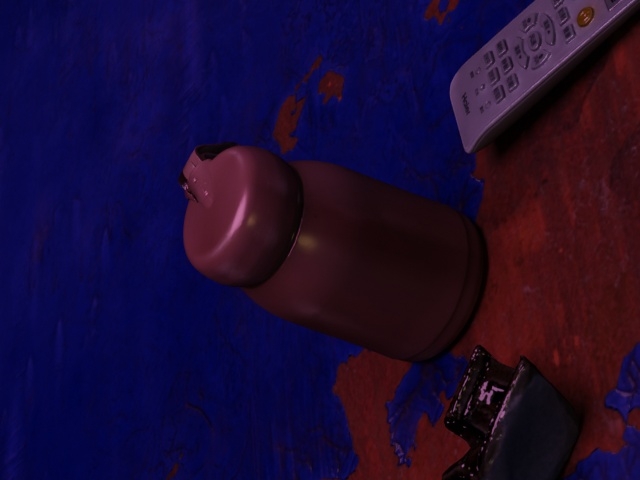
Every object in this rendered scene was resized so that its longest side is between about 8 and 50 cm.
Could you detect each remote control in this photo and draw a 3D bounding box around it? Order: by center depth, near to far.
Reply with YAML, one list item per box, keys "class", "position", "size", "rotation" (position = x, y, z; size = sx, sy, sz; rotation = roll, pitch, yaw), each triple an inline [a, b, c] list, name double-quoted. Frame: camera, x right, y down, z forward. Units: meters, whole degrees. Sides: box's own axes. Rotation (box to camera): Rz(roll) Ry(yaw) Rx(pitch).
- class: "remote control"
  position: [0.241, -0.205, 1.882]
  size: [0.293, 0.051, 0.103]
  rotation: [-43, 40, 32]

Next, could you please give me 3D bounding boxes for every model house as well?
- class: "model house"
  position: [0.155, 0.181, 1.736]
  size: [0.152, 0.106, 0.165]
  rotation: [27, 91, 58]

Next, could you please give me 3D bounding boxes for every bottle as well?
- class: "bottle"
  position: [0.000, 0.000, 1.905]
  size: [0.173, 0.297, 0.206]
  rotation: [-57, 33, 23]
